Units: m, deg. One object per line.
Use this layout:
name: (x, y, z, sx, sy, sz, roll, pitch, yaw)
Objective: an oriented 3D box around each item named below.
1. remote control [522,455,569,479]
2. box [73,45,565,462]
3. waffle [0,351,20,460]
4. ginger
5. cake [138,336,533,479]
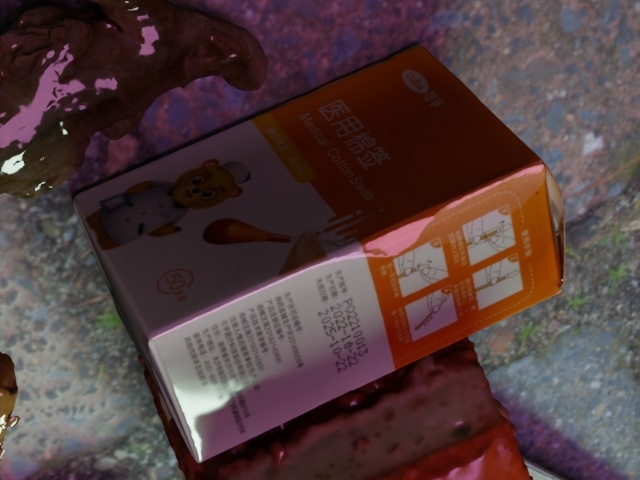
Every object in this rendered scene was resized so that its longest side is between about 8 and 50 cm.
remote control: (0.235, 0.291, 1.716, 0.109, 0.055, 0.313, -47, 132, 14)
box: (0.000, 0.000, 1.313, 0.341, 0.225, 0.143, -25, 129, -10)
waffle: (-0.423, 0.174, 1.292, 0.328, 0.098, 0.224, 5, 117, -31)
ginger: (-0.200, -0.118, 1.234, 0.333, 0.080, 0.166, -23, 138, -9)
cake: (0.031, 0.206, 1.391, 0.269, 0.319, 0.270, -24, 127, -10)
